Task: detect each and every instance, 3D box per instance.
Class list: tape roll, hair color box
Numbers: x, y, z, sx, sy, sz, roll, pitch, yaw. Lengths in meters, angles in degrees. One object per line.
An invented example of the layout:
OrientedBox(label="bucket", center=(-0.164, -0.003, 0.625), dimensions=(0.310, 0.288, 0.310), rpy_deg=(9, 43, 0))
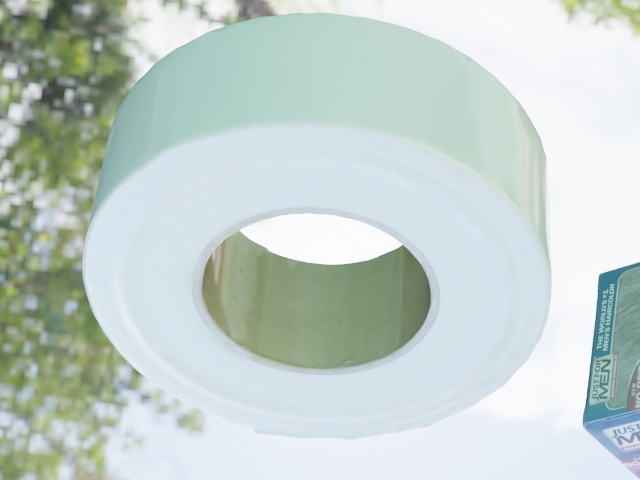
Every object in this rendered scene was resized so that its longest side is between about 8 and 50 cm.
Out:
OrientedBox(label="tape roll", center=(0.000, 0.000, 1.119), dimensions=(0.286, 0.286, 0.100), rpy_deg=(10, -134, -5))
OrientedBox(label="hair color box", center=(0.388, 0.179, 1.717), dimensions=(0.347, 0.105, 0.174), rpy_deg=(41, -135, -34))
